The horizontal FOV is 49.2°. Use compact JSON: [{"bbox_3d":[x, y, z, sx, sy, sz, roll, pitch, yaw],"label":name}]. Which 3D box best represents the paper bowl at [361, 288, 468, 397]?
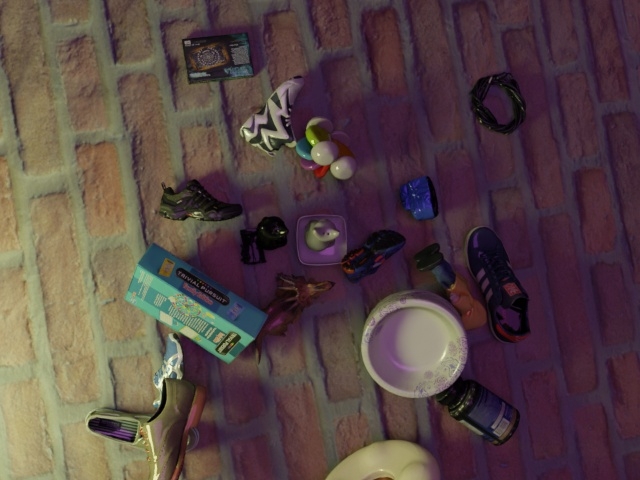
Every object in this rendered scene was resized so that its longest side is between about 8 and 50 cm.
[{"bbox_3d":[0.256,0.273,1.913,0.284,0.148,0.284,1,104,5],"label":"paper bowl"}]

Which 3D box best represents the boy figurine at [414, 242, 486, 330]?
[{"bbox_3d":[0.373,0.137,1.967,0.092,0.177,0.285,-31,117,14],"label":"boy figurine"}]

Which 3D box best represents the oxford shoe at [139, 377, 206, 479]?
[{"bbox_3d":[-0.405,0.516,1.758,0.130,0.123,0.348,26,63,-21],"label":"oxford shoe"}]

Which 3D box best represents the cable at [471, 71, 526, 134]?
[{"bbox_3d":[0.528,-0.402,2.070,0.151,0.047,0.184,-14,89,-9],"label":"cable"}]

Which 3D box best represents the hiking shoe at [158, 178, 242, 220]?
[{"bbox_3d":[-0.325,-0.110,1.904,0.227,0.086,0.114,1,90,-8],"label":"hiking shoe"}]

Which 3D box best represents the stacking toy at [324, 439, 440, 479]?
[{"bbox_3d":[0.227,0.812,1.863,0.351,0.350,0.479,-30,108,-9],"label":"stacking toy"}]

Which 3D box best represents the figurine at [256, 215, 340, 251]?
[{"bbox_3d":[-0.057,-0.021,1.825,0.215,0.209,0.092,2,87,-6],"label":"figurine"}]

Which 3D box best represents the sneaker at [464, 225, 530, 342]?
[{"bbox_3d":[0.519,0.122,1.986,0.131,0.148,0.350,-19,89,-9],"label":"sneaker"}]

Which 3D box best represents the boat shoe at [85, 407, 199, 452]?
[{"bbox_3d":[-0.471,0.510,1.840,0.302,0.094,0.109,11,85,-9],"label":"boat shoe"}]

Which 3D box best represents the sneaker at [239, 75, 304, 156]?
[{"bbox_3d":[-0.095,-0.333,1.949,0.153,0.094,0.235,44,82,-5],"label":"sneaker"}]

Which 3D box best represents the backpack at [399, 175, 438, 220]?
[{"bbox_3d":[0.284,-0.114,1.994,0.101,0.098,0.120,-16,89,20],"label":"backpack"}]

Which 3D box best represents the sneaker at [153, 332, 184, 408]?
[{"bbox_3d":[-0.405,0.353,1.867,0.081,0.080,0.211,1,85,-12],"label":"sneaker"}]

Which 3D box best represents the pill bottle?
[{"bbox_3d":[0.439,0.470,1.966,0.219,0.123,0.122,35,82,-5],"label":"pill bottle"}]

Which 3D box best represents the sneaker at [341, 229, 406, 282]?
[{"bbox_3d":[0.149,0.043,1.977,0.221,0.087,0.083,-29,50,-21],"label":"sneaker"}]

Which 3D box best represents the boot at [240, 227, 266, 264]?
[{"bbox_3d":[-0.167,0.014,1.941,0.121,0.045,0.099,-7,85,-2],"label":"boot"}]

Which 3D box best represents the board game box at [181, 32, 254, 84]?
[{"bbox_3d":[-0.288,-0.511,1.963,0.186,0.026,0.126,-8,88,-9],"label":"board game box"}]

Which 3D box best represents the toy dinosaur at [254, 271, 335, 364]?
[{"bbox_3d":[-0.107,0.191,1.861,0.127,0.200,0.295,39,83,-5],"label":"toy dinosaur"}]

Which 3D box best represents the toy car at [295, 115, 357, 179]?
[{"bbox_3d":[0.008,-0.240,1.934,0.136,0.159,0.182,-34,135,25],"label":"toy car"}]

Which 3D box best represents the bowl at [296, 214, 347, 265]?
[{"bbox_3d":[0.000,0.000,1.963,0.142,0.053,0.142,-1,87,-9],"label":"bowl"}]

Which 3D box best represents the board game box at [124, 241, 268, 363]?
[{"bbox_3d":[-0.327,0.170,1.801,0.336,0.254,0.079,33,58,-6],"label":"board game box"}]
